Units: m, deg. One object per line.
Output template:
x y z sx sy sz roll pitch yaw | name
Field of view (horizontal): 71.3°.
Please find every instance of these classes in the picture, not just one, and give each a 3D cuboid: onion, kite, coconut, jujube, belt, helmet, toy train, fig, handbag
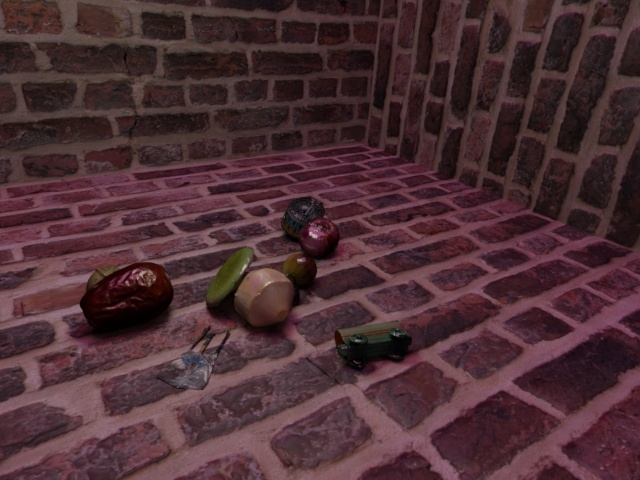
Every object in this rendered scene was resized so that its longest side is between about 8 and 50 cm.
0.003 -0.010 2.250 0.200 0.201 0.207 22 19 31 | onion
-0.410 0.401 1.552 0.169 0.015 0.310 12 30 16 | kite
-0.213 0.222 1.717 0.236 0.237 0.197 28 0 39 | coconut
-0.713 0.213 1.665 0.317 0.223 0.223 -25 38 -29 | jujube
-0.097 -0.117 2.450 0.206 0.161 0.295 25 29 -1 | belt
-0.847 0.178 1.794 0.204 0.137 0.257 -14 32 -32 | helmet
0.185 0.360 1.620 0.285 0.116 0.177 -6 16 -17 | toy train
-0.131 0.137 1.977 0.230 0.143 0.160 -13 0 -17 | fig
-0.141 0.198 1.850 0.115 0.139 0.072 3 35 -4 | handbag

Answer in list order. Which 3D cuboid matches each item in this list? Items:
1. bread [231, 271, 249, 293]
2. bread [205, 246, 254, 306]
-0.312 0.192 1.914 0.192 0.067 0.119 10 36 15 | bread
-0.373 0.145 1.807 0.045 0.301 0.301 38 18 -20 | bread
